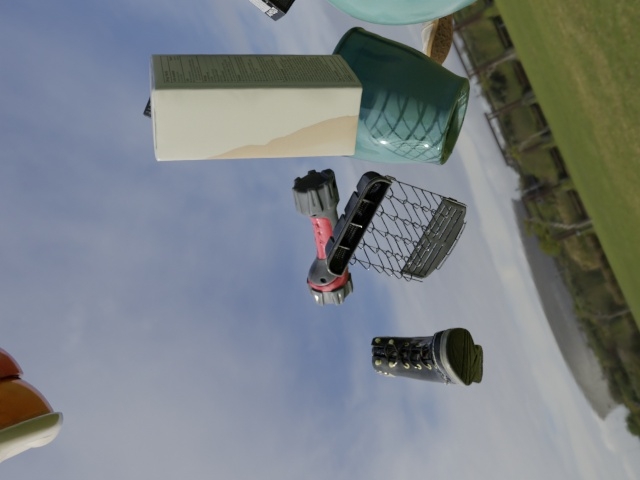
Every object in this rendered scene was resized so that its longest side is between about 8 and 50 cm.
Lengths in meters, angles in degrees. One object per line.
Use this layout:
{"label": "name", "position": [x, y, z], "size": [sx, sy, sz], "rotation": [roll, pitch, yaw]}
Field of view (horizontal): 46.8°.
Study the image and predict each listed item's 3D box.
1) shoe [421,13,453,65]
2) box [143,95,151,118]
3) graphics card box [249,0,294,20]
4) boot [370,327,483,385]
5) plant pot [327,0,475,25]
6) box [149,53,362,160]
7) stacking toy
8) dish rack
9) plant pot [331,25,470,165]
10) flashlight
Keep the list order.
{"label": "shoe", "position": [0.306, -0.560, 1.945], "size": [0.058, 0.076, 0.219], "rotation": [33, 122, 50]}
{"label": "box", "position": [-0.381, -0.383, 2.040], "size": [0.156, 0.158, 0.093], "rotation": [23, -177, 5]}
{"label": "graphics card box", "position": [-0.174, -0.707, 1.675], "size": [0.371, 0.233, 0.094], "rotation": [33, 172, -18]}
{"label": "boot", "position": [0.160, 0.188, 1.197], "size": [0.236, 0.178, 0.085], "rotation": [35, -121, -63]}
{"label": "plant pot", "position": [0.096, -0.361, 0.757], "size": [0.235, 0.293, 0.293], "rotation": [-36, 74, 62]}
{"label": "box", "position": [-0.105, -0.211, 1.153], "size": [0.148, 0.311, 0.121], "rotation": [-110, 21, -54]}
{"label": "stacking toy", "position": [-0.809, 0.276, 1.632], "size": [0.480, 0.350, 0.350], "rotation": [66, -163, 9]}
{"label": "dish rack", "position": [0.154, -0.012, 1.412], "size": [0.271, 0.208, 0.074], "rotation": [16, -155, -27]}
{"label": "plant pot", "position": [0.159, -0.275, 1.520], "size": [0.272, 0.255, 0.272], "rotation": [-56, -23, -39]}
{"label": "flashlight", "position": [0.000, 0.000, 1.576], "size": [0.103, 0.103, 0.304], "rotation": [-74, -23, -48]}
